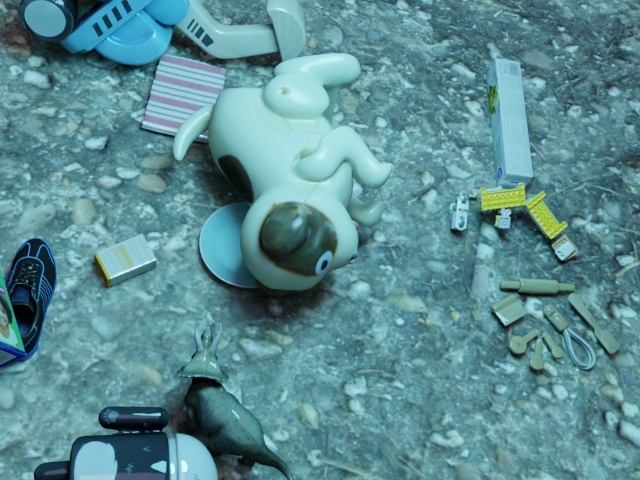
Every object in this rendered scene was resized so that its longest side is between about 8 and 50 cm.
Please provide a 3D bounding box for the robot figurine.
[{"bbox_3d":[-0.300,0.388,1.330,0.278,0.209,0.173,0,25,-13],"label":"robot figurine"}]

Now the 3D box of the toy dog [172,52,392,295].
[{"bbox_3d":[-0.056,-0.107,1.566,0.395,0.284,0.408,0,59,-19],"label":"toy dog"}]

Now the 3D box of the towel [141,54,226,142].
[{"bbox_3d":[-0.284,-0.297,1.789,0.144,0.029,0.197,12,63,-6],"label":"towel"}]

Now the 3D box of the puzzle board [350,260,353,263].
[{"bbox_3d":[0.000,0.000,1.702,0.128,0.011,0.096,2,62,-13],"label":"puzzle board"}]

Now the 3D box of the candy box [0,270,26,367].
[{"bbox_3d":[-0.663,0.094,1.383,0.268,0.122,0.317,-25,70,0],"label":"candy box"}]

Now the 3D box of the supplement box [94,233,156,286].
[{"bbox_3d":[-0.361,0.037,1.580,0.098,0.036,0.062,-23,69,-23],"label":"supplement box"}]

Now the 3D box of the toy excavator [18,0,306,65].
[{"bbox_3d":[-0.309,-0.471,1.754,0.445,0.433,0.222,43,30,-34],"label":"toy excavator"}]

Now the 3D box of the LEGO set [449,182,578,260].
[{"bbox_3d":[0.411,-0.055,1.803,0.287,0.107,0.132,15,94,-10],"label":"LEGO set"}]

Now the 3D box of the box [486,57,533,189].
[{"bbox_3d":[0.423,-0.265,1.918,0.067,0.063,0.324,5,61,-9],"label":"box"}]

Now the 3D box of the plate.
[{"bbox_3d":[-0.142,0.012,1.655,0.188,0.024,0.188,6,61,-11],"label":"plate"}]

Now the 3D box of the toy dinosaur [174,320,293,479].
[{"bbox_3d":[-0.158,0.303,1.413,0.121,0.160,0.313,-26,70,-24],"label":"toy dinosaur"}]

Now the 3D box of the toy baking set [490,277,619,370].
[{"bbox_3d":[0.466,0.167,1.716,0.256,0.030,0.197,-1,65,-13],"label":"toy baking set"}]

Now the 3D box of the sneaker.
[{"bbox_3d":[-0.509,0.088,1.485,0.081,0.090,0.232,4,62,-11],"label":"sneaker"}]
